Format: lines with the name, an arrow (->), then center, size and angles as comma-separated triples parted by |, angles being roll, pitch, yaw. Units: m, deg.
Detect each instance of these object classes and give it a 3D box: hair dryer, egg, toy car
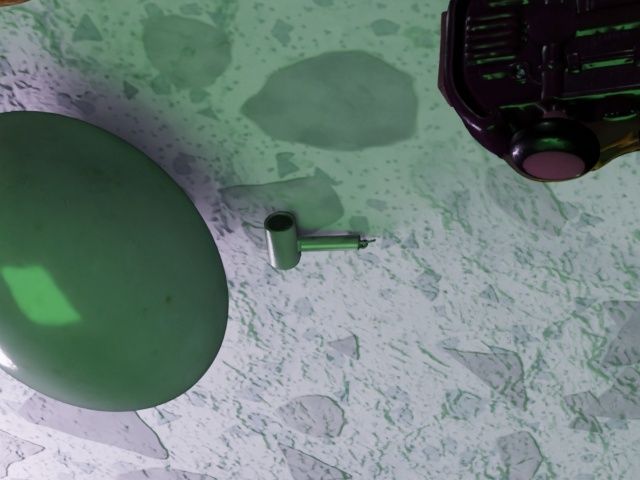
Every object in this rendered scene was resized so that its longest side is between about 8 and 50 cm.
hair dryer -> 0.000, 0.000, 1.909 | 0.124, 0.038, 0.063 | -1, 135, 7
egg -> -0.261, 0.025, 1.820 | 0.276, 0.276, 0.389 | -21, 129, 30
toy car -> 0.295, -0.155, 1.548 | 0.341, 0.271, 0.240 | -4, 154, 21

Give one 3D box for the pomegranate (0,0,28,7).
pomegranate -> -0.324, -0.311, 1.553 | 0.209, 0.209, 0.209 | 7, 136, 7
